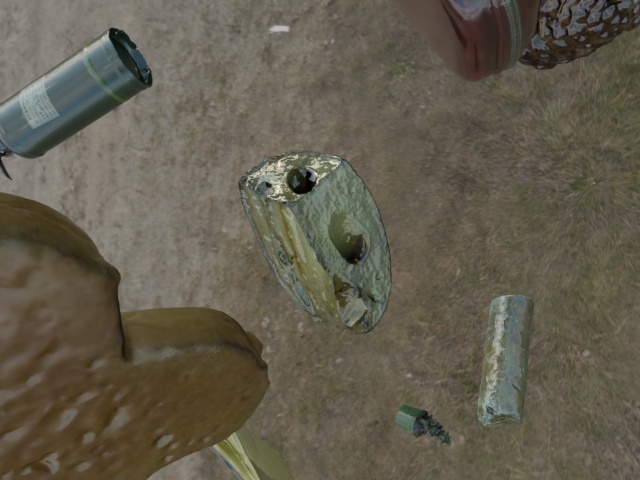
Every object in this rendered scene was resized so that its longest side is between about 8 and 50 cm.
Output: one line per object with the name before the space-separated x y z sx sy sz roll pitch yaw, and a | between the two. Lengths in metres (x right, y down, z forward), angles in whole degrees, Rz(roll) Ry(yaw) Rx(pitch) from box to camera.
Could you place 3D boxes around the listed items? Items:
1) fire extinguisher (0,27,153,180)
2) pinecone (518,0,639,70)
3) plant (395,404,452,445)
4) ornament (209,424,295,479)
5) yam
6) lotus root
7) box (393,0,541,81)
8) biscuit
fire extinguisher | -0.380 -0.185 0.832 0.294 0.093 0.118 -28 75 14
pinecone | 0.411 -0.427 0.976 0.298 0.296 0.242 -16 95 -8
plant | 0.183 0.324 1.022 0.102 0.051 0.051 14 101 39
ornament | -0.094 0.303 0.800 0.059 0.180 0.201 -40 110 -7
yam | 0.372 0.242 1.176 0.093 0.093 0.259 3 63 25
lotus root | 0.005 -0.003 0.988 0.210 0.142 0.314 15 137 43
box | 0.095 -0.362 0.658 0.108 0.263 0.404 -37 77 10
biscuit | -0.258 0.153 0.388 0.394 0.368 0.076 -44 50 1
